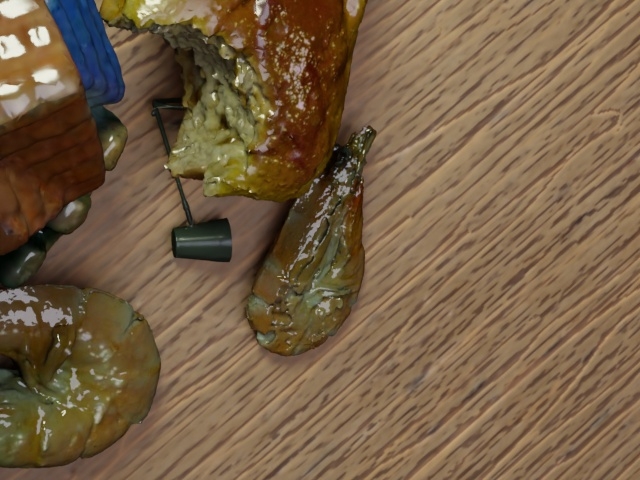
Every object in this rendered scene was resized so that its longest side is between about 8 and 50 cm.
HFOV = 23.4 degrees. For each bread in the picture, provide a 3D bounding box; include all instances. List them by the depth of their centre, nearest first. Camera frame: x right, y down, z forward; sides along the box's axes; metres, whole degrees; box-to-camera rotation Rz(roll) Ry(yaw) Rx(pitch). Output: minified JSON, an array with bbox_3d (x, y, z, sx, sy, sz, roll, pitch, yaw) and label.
[{"bbox_3d":[-0.037,-0.214,0.967,0.185,0.109,0.380,11,92,-48],"label":"bread"}]

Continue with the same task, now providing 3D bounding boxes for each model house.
[{"bbox_3d":[-0.235,-0.039,0.847,0.295,0.329,0.252,-23,110,-15],"label":"model house"}]

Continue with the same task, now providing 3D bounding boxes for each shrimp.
[{"bbox_3d":[-0.231,0.095,1.021,0.267,0.061,0.145,-1,123,-23],"label":"shrimp"},{"bbox_3d":[0.000,0.000,1.129,0.091,0.043,0.184,6,109,-33],"label":"shrimp"}]

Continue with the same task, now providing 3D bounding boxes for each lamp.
[{"bbox_3d":[-0.091,-0.040,1.077,0.054,0.041,0.121,-4,110,-14],"label":"lamp"}]
